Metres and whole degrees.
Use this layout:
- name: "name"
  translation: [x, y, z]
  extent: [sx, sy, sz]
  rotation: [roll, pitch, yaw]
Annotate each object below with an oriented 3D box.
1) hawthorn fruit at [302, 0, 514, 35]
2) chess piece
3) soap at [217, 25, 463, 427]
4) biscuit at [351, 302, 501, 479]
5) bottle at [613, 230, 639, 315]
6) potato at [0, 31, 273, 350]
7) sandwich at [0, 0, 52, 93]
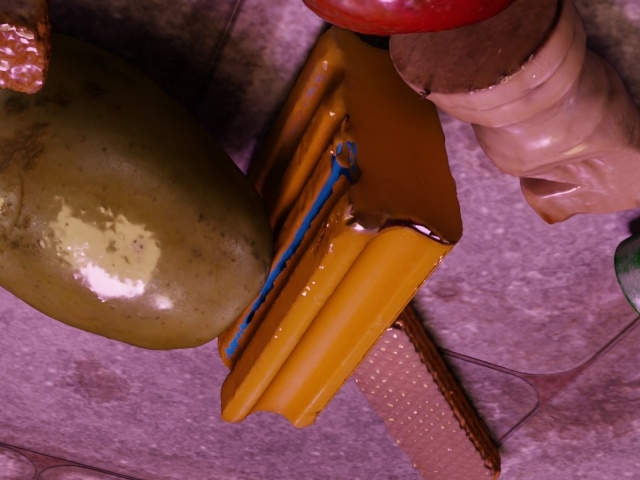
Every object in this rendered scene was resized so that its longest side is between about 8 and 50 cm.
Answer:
- name: "hawthorn fruit"
  translation: [0.087, -0.206, 0.686]
  extent: [0.235, 0.181, 0.181]
  rotation: [8, 142, 6]
- name: "chess piece"
  translation: [0.184, -0.095, 0.876]
  extent: [0.137, 0.137, 0.301]
  rotation: [-19, 146, 30]
- name: "soap"
  translation: [0.000, 0.000, 0.944]
  extent: [0.096, 0.204, 0.324]
  rotation: [8, 145, -19]
- name: "biscuit"
  translation: [0.109, 0.174, 1.259]
  extent: [0.094, 0.054, 0.379]
  rotation: [-10, 138, 21]
- name: "bottle"
  translation: [0.396, -0.030, 0.924]
  extent: [0.093, 0.093, 0.330]
  rotation: [31, 136, -27]
- name: "potato"
  translation: [-0.183, -0.036, 0.898]
  extent: [0.304, 0.216, 0.216]
  rotation: [45, 134, -3]
- name: "sandwich"
  translation: [-0.228, -0.204, 0.709]
  extent: [0.186, 0.215, 0.065]
  rotation: [14, 143, -7]
